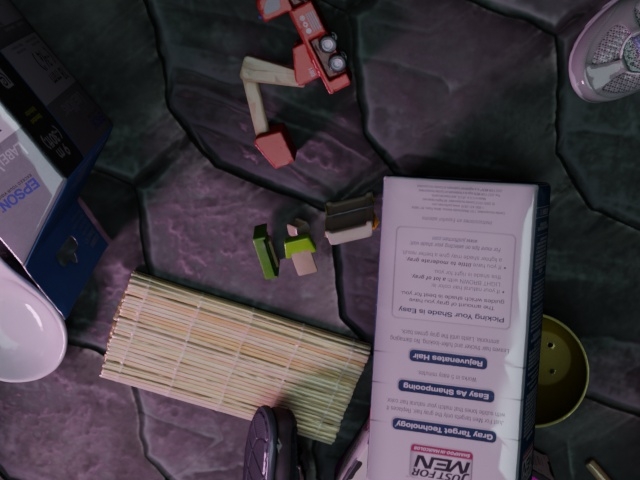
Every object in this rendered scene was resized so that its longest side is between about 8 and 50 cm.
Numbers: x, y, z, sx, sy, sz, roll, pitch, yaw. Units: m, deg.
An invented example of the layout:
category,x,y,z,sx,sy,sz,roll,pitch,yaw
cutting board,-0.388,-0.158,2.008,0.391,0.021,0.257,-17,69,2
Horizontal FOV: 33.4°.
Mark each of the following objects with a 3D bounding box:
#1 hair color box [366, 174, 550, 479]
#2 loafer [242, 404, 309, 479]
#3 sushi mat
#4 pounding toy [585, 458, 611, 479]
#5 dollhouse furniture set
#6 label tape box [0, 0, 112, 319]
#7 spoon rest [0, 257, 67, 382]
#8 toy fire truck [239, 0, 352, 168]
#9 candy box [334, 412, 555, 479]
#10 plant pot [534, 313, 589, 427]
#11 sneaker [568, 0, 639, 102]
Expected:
category,x,y,z,sx,sy,sz,roll,pitch,yaw
hair color box,0.156,0.103,1.199,0.174,0.105,0.347,5,95,20
loafer,-0.049,0.337,1.369,0.095,0.109,0.302,-1,118,-17
sushi mat,-0.109,0.150,1.337,0.317,0.019,0.151,17,111,-4
pounding toy,0.413,0.291,1.295,0.155,0.154,0.269,-4,109,3
dollhouse furniture set,0.000,0.000,1.254,0.152,0.076,0.058,-13,121,9
label tape box,-0.315,-0.112,1.134,0.106,0.240,0.333,-35,106,11
spoon rest,-0.389,0.049,1.277,0.137,0.084,0.276,-9,108,6
toy fire truck,-0.039,-0.192,1.196,0.135,0.047,0.192,-25,106,12
candy box,0.154,0.297,1.351,0.233,0.071,0.159,28,108,-8
plant pot,0.257,0.146,1.270,0.134,0.095,0.134,1,94,21
sneaker,0.393,-0.235,1.127,0.281,0.115,0.105,-31,106,12
